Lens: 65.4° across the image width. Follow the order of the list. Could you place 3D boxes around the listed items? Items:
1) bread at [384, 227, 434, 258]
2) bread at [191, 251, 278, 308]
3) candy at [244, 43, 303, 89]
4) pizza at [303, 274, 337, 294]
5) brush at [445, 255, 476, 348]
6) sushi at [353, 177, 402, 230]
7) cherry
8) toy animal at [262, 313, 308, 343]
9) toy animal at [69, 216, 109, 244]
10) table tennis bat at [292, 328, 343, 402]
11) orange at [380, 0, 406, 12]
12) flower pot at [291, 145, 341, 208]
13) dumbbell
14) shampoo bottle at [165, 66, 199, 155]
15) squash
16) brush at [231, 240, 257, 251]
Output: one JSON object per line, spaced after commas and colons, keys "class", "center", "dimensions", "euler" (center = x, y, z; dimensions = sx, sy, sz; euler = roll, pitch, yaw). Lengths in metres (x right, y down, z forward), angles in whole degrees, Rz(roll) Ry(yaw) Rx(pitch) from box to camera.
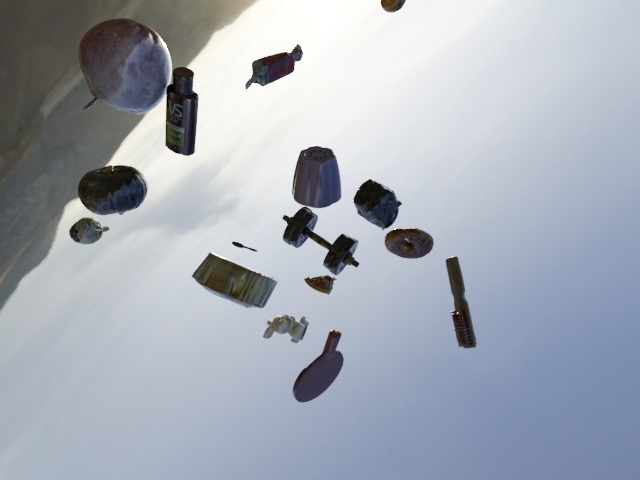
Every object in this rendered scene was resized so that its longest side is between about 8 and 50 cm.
{"class": "bread", "center": [0.330, 0.012, 1.867], "dimensions": [0.193, 0.193, 0.063], "euler": [-20, -131, 45]}
{"class": "bread", "center": [-0.240, 0.118, 1.402], "dimensions": [0.192, 0.210, 0.109], "euler": [71, 41, -79]}
{"class": "candy", "center": [-0.150, -0.564, 1.622], "dimensions": [0.059, 0.086, 0.292], "euler": [26, -133, 29]}
{"class": "pizza", "center": [-0.006, 0.128, 1.548], "dimensions": [0.100, 0.099, 0.029], "euler": [-54, 154, -63]}
{"class": "brush", "center": [0.480, 0.217, 1.743], "dimensions": [0.060, 0.050, 0.320], "euler": [-24, -109, 54]}
{"class": "sushi", "center": [0.203, -0.120, 1.742], "dimensions": [0.127, 0.225, 0.124], "euler": [34, -97, 24]}
{"class": "cherry", "center": [-0.675, -0.609, 1.765], "dimensions": [0.335, 0.326, 0.291], "euler": [8, -141, 31]}
{"class": "toy animal", "center": [-0.103, 0.256, 1.488], "dimensions": [0.071, 0.124, 0.085], "euler": [-70, 178, -59]}
{"class": "toy animal", "center": [-0.789, -0.032, 1.696], "dimensions": [0.098, 0.098, 0.137], "euler": [-45, 177, 7]}
{"class": "table tennis bat", "center": [0.008, 0.554, 2.166], "dimensions": [0.051, 0.268, 0.414], "euler": [42, -52, 35]}
{"class": "orange", "center": [0.226, -0.730, 1.519], "dimensions": [0.086, 0.062, 0.086], "euler": [-33, 170, -7]}
{"class": "flower pot", "center": [-0.022, -0.331, 2.505], "dimensions": [0.265, 0.243, 0.265], "euler": [-1, -140, 0]}
{"class": "dumbbell", "center": [0.000, 0.000, 2.110], "dimensions": [0.185, 0.388, 0.185], "euler": [-53, 167, -18]}
{"class": "shampoo bottle", "center": [-0.508, -0.468, 1.824], "dimensions": [0.084, 0.129, 0.323], "euler": [-53, 168, -45]}
{"class": "squash", "center": [-0.619, -0.151, 1.493], "dimensions": [0.193, 0.193, 0.155], "euler": [-153, -109, -64]}
{"class": "brush", "center": [-0.231, 0.020, 1.521], "dimensions": [0.024, 0.083, 0.008], "euler": [-88, -160, -53]}
